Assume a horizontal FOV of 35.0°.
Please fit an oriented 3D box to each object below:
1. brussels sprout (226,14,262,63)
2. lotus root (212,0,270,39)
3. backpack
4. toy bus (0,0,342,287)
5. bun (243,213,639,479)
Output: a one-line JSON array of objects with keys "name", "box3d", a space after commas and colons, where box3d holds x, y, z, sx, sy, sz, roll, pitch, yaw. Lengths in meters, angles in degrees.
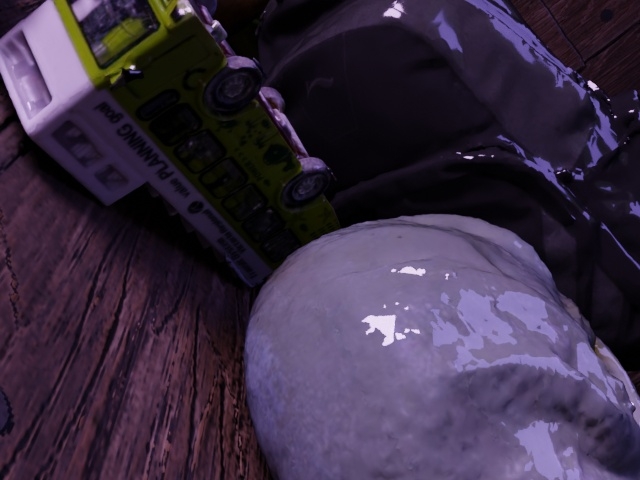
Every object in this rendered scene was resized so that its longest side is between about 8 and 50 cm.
[{"name": "brussels sprout", "box3d": [-0.087, -0.340, 1.516, 0.223, 0.161, 0.223, 46, 16, -17]}, {"name": "lotus root", "box3d": [-0.123, -0.345, 1.214, 0.192, 0.272, 0.272, 62, 9, -10]}, {"name": "backpack", "box3d": [0.122, -0.072, 0.924, 0.445, 0.363, 0.255, 50, 46, -19]}, {"name": "toy bus", "box3d": [-0.088, -0.071, 0.725, 0.113, 0.139, 0.301, 60, 5, 32]}, {"name": "bun", "box3d": [0.107, 0.132, 0.694, 0.362, 0.211, 0.362, 53, 10, -14]}]
